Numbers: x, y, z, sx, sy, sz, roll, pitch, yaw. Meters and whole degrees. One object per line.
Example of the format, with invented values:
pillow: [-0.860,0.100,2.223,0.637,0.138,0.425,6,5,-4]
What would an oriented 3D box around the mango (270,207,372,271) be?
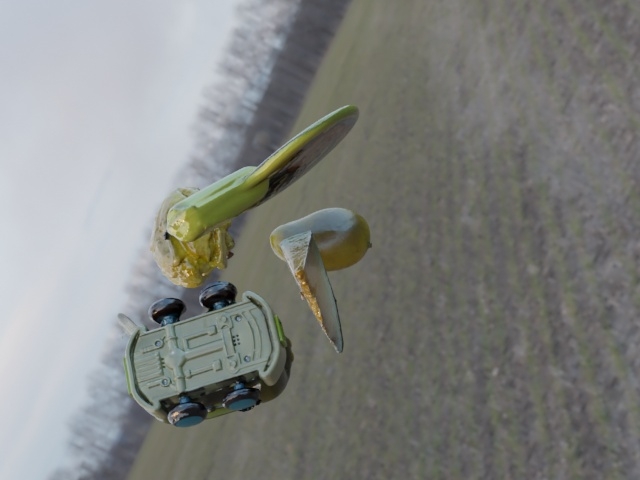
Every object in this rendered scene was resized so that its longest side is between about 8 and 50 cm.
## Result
mango: [0.000,0.000,1.968,0.076,0.161,0.103,103,159,-66]

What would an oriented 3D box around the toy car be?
toy car: [-0.161,0.198,1.925,0.198,0.248,0.204,62,-168,-62]

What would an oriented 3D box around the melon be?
melon: [-0.005,0.081,1.846,0.098,0.054,0.182,-105,-7,-53]

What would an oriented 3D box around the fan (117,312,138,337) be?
fan: [-0.316,0.141,2.011,0.080,0.060,0.003,3,39,48]

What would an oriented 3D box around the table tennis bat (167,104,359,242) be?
table tennis bat: [-0.073,-0.088,1.695,0.369,0.054,0.224,-33,-7,-46]

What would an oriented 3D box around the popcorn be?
popcorn: [-0.213,-0.004,2.024,0.152,0.148,0.167,2,-81,-48]
